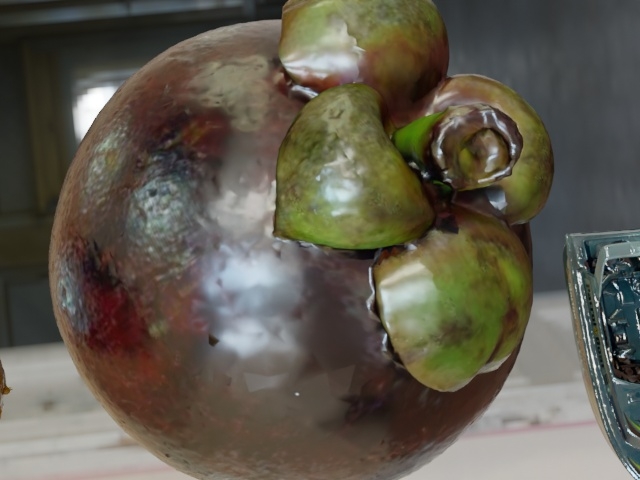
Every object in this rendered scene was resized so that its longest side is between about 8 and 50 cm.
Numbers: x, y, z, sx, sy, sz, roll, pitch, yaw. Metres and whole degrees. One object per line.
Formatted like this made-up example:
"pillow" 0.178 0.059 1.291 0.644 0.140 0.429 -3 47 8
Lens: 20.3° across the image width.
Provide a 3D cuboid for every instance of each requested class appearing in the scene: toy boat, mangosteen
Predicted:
"toy boat" 0.267 0.097 1.501 0.103 0.093 0.246 111 153 -67
"mangosteen" -0.010 0.005 1.031 0.300 0.300 0.300 174 90 -86

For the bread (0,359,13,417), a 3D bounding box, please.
"bread" -0.292 0.084 0.981 0.145 0.268 0.268 61 -173 -27
